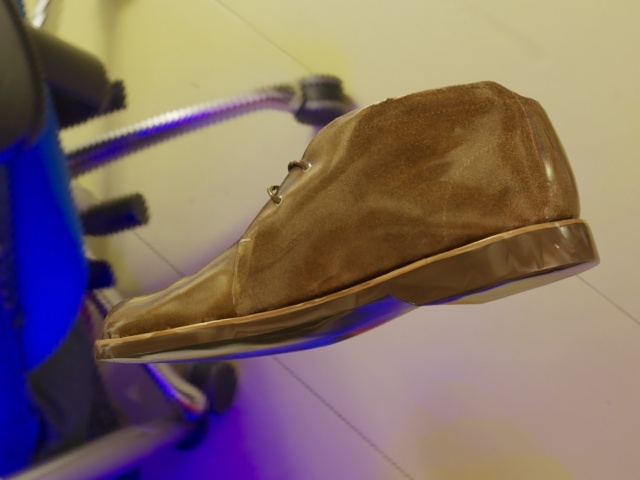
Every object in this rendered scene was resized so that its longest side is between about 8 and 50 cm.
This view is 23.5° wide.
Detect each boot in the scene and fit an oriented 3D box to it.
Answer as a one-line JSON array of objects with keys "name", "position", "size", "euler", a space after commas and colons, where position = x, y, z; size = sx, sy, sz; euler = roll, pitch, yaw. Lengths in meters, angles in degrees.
[{"name": "boot", "position": [0.000, 0.000, 0.868], "size": [0.305, 0.112, 0.115], "euler": [-18, 81, 24]}]
